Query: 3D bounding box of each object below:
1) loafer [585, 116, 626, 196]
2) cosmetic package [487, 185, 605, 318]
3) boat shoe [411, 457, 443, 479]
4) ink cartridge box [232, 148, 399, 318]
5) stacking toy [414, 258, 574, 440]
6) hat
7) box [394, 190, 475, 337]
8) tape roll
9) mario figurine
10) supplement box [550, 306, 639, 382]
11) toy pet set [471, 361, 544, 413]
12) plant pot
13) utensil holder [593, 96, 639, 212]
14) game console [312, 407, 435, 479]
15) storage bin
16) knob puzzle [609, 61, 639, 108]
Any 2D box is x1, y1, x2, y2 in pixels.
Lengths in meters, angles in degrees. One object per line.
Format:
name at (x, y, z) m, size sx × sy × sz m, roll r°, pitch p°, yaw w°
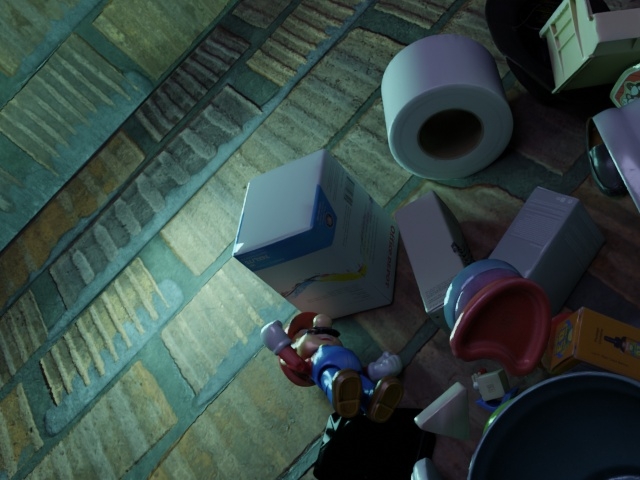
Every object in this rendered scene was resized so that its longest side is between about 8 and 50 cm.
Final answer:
loafer at (0.502, -0.150, 1.546) m, size 0.062 × 0.061 × 0.170 m, roll -26°, pitch 42°, yaw 22°
cosmetic package at (0.359, 0.046, 1.452) m, size 0.238 × 0.127 × 0.107 m, roll -51°, pitch 38°, yaw -10°
boat shoe at (0.156, 0.451, 1.297) m, size 0.084 × 0.095 × 0.258 m, roll -25°, pitch 41°, yaw 19°
ink cartridge box at (0.000, 0.000, 1.709) m, size 0.197 × 0.270 × 0.198 m, roll -19°, pitch 45°, yaw 32°
stacking toy at (0.278, 0.186, 1.293) m, size 0.279 × 0.309 × 0.130 m, roll -57°, pitch 24°, yaw 5°
hat at (0.447, -0.371, 1.715) m, size 0.134 × 0.331 × 0.331 m, roll 117°, pitch 168°, yaw -55°
box at (0.226, 0.042, 1.591) m, size 0.094 × 0.113 × 0.275 m, roll -32°, pitch 41°, yaw 17°
tape roll at (0.250, -0.265, 1.738) m, size 0.246 × 0.246 × 0.169 m, roll -27°, pitch 41°, yaw 23°
mario figurine at (0.021, 0.200, 1.565) m, size 0.170 × 0.198 × 0.320 m, roll -42°, pitch 27°, yaw -11°
supplement box at (0.436, 0.174, 1.182) m, size 0.080 × 0.233 × 0.078 m, roll 123°, pitch 168°, yaw -61°
toy pet set at (0.302, 0.235, 1.391) m, size 0.122 × 0.114 × 0.065 m, roll -22°, pitch 84°, yaw 29°
plant pot at (0.363, 0.345, 1.118) m, size 0.293 × 0.196 × 0.293 m, roll -24°, pitch 42°, yaw 24°
utensil holder at (0.628, -0.114, 1.194) m, size 0.385 × 0.327 × 0.328 m, roll -26°, pitch 42°, yaw 19°
game console at (0.064, 0.445, 1.431) m, size 0.213 × 0.044 × 0.361 m, roll -9°, pitch 51°, yaw 38°
storage bin at (0.538, -0.354, 1.459) m, size 0.262 × 0.260 × 0.123 m, roll -7°, pitch 85°, yaw -1°
knob puzzle at (0.567, -0.221, 1.442) m, size 0.213 × 0.213 × 0.030 m, roll 17°, pitch 59°, yaw 49°
